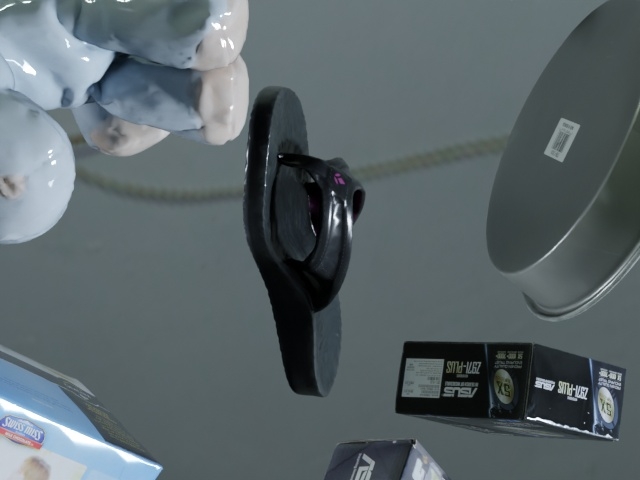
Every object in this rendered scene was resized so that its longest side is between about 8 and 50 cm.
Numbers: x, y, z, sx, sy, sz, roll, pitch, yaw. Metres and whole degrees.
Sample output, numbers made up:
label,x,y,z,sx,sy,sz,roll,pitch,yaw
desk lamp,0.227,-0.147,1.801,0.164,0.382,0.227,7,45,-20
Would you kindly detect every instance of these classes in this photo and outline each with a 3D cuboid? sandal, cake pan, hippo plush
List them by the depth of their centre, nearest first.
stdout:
label,x,y,z,sx,sy,sz,roll,pitch,yaw
hippo plush,-0.206,-0.136,1.312,0.294,0.236,0.234,49,141,-7
cake pan,0.223,-0.077,1.548,0.054,0.293,0.293,24,115,-15
sandal,0.001,-0.001,2.013,0.107,0.167,0.445,3,142,13

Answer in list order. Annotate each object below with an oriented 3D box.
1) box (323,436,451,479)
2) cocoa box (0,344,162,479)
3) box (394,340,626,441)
label,x,y,z,sx,sy,sz,roll,pitch,yaw
box,0.066,0.412,1.565,0.097,0.395,0.318,-9,136,37
cocoa box,-0.400,0.242,2.104,0.347,0.228,0.231,32,93,-45
box,0.190,0.152,1.897,0.180,0.147,0.077,-2,76,47
